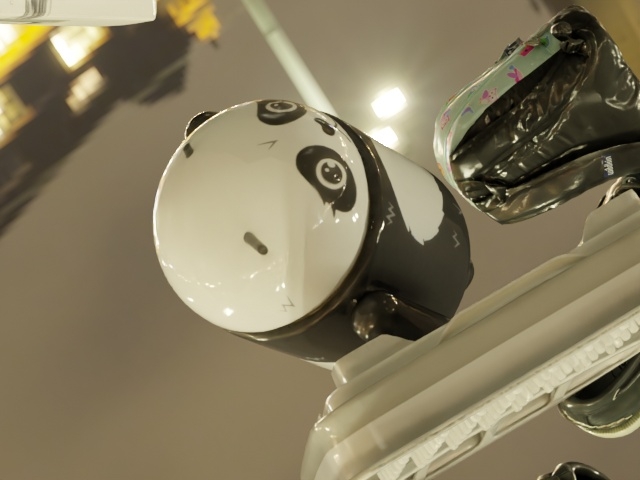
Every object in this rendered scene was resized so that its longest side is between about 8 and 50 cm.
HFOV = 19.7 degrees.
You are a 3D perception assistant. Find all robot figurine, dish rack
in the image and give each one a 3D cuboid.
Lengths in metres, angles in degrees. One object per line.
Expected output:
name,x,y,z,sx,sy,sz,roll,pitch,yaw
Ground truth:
robot figurine,0.003,-0.001,1.333,0.209,0.278,0.174,-1,-105,33
dish rack,0.103,0.074,1.111,0.285,0.072,0.333,-29,170,-9

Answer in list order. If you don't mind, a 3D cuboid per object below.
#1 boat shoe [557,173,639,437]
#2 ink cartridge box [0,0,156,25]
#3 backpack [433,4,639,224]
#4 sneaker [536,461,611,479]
boat shoe,0.286,0.006,1.609,0.127,0.113,0.340,29,-87,29
ink cartridge box,-0.271,-0.273,1.465,0.272,0.198,0.114,-3,-175,-37
backpack,0.187,-0.099,1.589,0.182,0.152,0.115,-37,-162,5
sneaker,0.109,0.221,1.214,0.147,0.105,0.295,-40,166,34
